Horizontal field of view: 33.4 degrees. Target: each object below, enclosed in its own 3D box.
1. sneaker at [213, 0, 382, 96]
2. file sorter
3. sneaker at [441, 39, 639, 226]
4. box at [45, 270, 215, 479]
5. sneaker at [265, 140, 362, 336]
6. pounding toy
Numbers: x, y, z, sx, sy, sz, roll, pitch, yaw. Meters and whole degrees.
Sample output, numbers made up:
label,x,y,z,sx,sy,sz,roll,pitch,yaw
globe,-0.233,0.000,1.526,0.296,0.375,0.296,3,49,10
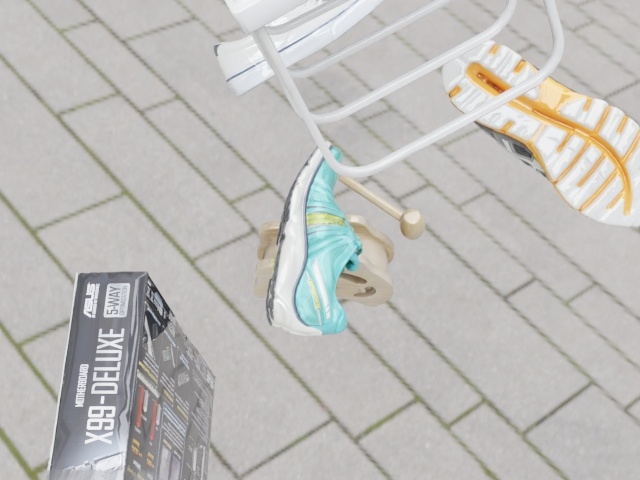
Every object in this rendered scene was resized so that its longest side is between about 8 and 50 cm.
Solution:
label,x,y,z,sx,sy,sz,roll,pitch,yaw
sneaker,-0.033,-0.304,1.512,0.258,0.094,0.091,-31,100,1
file sorter,0.019,-0.211,0.757,0.193,0.173,0.277,-28,45,2
sneaker,0.195,-0.092,0.892,0.215,0.084,0.083,40,5,0
box,-0.184,0.204,1.104,0.077,0.307,0.242,-2,64,8
sneaker,0.000,0.000,1.356,0.110,0.107,0.275,12,60,-6
pounding toy,0.031,0.003,1.601,0.270,0.154,0.154,-5,61,14
